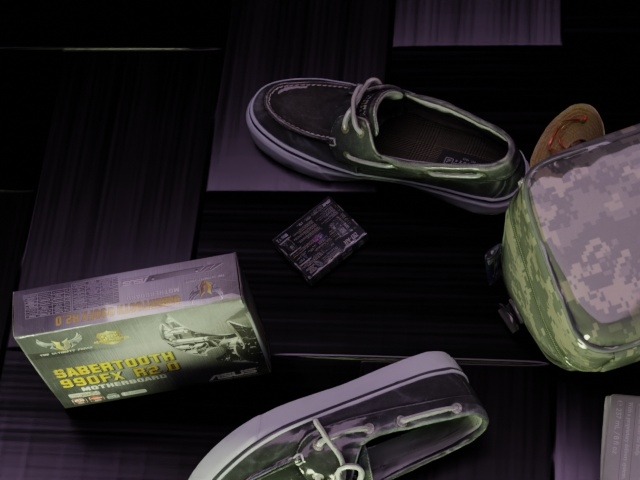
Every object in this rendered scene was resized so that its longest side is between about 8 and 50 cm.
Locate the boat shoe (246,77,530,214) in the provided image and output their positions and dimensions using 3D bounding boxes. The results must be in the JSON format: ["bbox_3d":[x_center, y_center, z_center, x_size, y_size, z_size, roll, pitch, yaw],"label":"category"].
[{"bbox_3d":[0.071,-0.128,1.703,0.335,0.119,0.121,14,65,16],"label":"boat shoe"}]

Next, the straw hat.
[{"bbox_3d":[0.285,-0.073,1.670,0.061,0.144,0.144,24,60,-24],"label":"straw hat"}]

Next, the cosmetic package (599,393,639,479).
[{"bbox_3d":[0.388,0.231,1.472,0.238,0.107,0.127,2,60,13],"label":"cosmetic package"}]

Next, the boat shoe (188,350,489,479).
[{"bbox_3d":[0.020,0.218,1.529,0.306,0.113,0.105,-20,46,-13],"label":"boat shoe"}]

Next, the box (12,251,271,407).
[{"bbox_3d":[-0.178,0.096,1.585,0.231,0.183,0.056,-10,61,2],"label":"box"}]

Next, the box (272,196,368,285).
[{"bbox_3d":[0.000,0.000,1.702,0.083,0.018,0.067,-39,63,-13],"label":"box"}]

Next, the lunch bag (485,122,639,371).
[{"bbox_3d":[0.330,0.006,1.518,0.305,0.256,0.212,-20,76,-4],"label":"lunch bag"}]
